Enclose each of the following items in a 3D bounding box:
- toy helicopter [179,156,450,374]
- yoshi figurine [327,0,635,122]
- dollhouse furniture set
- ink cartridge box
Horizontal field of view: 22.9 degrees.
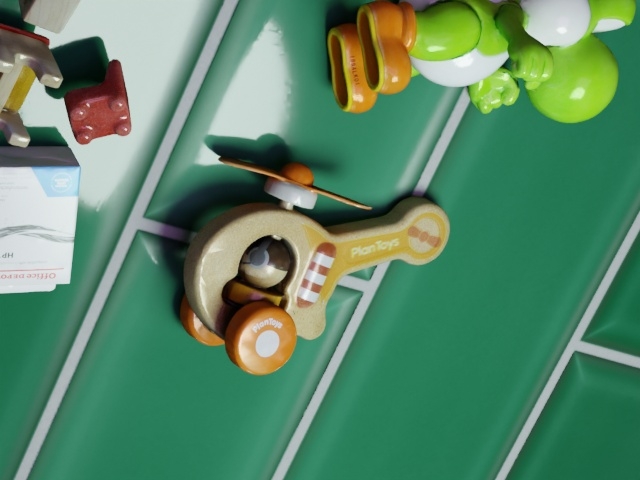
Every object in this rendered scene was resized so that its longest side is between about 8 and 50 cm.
[{"bbox_3d":[0.000,0.000,1.862,0.355,0.140,0.234,-14,112,-29],"label":"toy helicopter"},{"bbox_3d":[0.205,-0.201,1.799,0.362,0.203,0.203,-12,136,-21],"label":"yoshi figurine"},{"bbox_3d":[-0.213,-0.268,1.617,0.201,0.152,0.374,15,126,-30],"label":"dollhouse furniture set"},{"bbox_3d":[-0.325,-0.010,1.728,0.104,0.060,0.180,-2,116,-23],"label":"ink cartridge box"}]
